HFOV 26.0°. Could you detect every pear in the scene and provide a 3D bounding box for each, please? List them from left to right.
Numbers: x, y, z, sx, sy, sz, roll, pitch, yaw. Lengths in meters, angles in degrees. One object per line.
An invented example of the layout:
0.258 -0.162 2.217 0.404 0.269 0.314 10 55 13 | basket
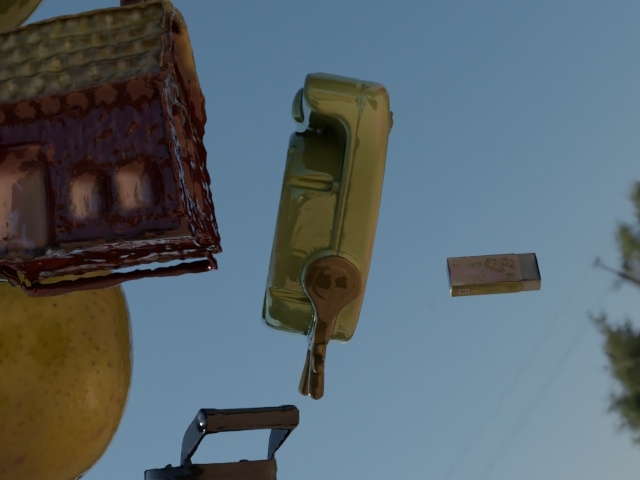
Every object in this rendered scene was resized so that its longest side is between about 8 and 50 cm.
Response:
-0.419 0.168 1.734 0.418 0.362 0.362 -58 -21 -16 | pear

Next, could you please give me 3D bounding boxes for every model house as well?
-0.201 -0.091 1.205 0.160 0.196 0.254 58 -155 -70 | model house

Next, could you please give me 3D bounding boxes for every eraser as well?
0.159 0.031 1.277 0.038 0.083 0.019 -93 1 -46 | eraser

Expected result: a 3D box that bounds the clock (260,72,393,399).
0.000 0.000 1.359 0.235 0.096 0.308 128 150 -83 | clock

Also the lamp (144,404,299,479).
-0.078 0.244 1.008 0.147 0.172 0.227 2 -104 -30 | lamp

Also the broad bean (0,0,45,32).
-0.350 -0.315 1.388 0.119 0.238 0.291 29 -100 -64 | broad bean
